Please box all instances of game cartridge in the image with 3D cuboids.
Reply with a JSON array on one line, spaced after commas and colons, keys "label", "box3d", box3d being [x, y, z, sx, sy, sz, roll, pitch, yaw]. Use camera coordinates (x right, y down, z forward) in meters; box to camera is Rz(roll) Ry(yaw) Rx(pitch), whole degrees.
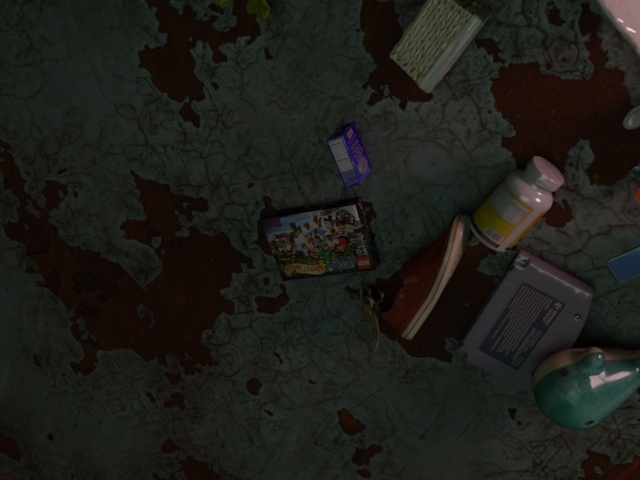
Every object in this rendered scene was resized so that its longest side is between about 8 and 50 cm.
[{"label": "game cartridge", "box3d": [0.434, 0.176, 1.660, 0.196, 0.060, 0.294, 31, 124, 9]}]

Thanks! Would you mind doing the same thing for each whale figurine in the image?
[{"label": "whale figurine", "box3d": [0.570, 0.294, 1.593, 0.272, 0.141, 0.216, -16, 139, 12]}]

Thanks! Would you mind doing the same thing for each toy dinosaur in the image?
[{"label": "toy dinosaur", "box3d": [0.111, 0.149, 1.738, 0.053, 0.183, 0.093, -7, 132, -22]}]

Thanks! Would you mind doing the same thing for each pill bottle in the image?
[{"label": "pill bottle", "box3d": [0.378, -0.071, 1.521, 0.103, 0.103, 0.184, 38, 123, 0]}]

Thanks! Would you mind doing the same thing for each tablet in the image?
[{"label": "tablet", "box3d": [0.611, 0.045, 1.546, 0.083, 0.006, 0.054, -30, 102, 32]}]

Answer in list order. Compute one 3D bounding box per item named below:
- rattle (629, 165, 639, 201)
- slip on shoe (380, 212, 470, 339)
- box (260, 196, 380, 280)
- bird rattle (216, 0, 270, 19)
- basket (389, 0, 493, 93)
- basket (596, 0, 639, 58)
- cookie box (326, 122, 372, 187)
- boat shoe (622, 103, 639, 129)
[{"label": "rattle", "box3d": [0.663, -0.154, 1.407, 0.130, 0.142, 0.200, 50, 147, 31]}, {"label": "slip on shoe", "box3d": [0.218, 0.072, 1.659, 0.101, 0.123, 0.331, 32, 128, 9]}, {"label": "box", "box3d": [0.000, 0.000, 1.747, 0.233, 0.044, 0.159, -9, 112, 26]}, {"label": "bird rattle", "box3d": [-0.098, -0.535, 1.466, 0.253, 0.143, 0.207, -27, 87, 28]}, {"label": "basket", "box3d": [0.214, -0.370, 1.427, 0.103, 0.113, 0.167, 38, 123, 2]}, {"label": "basket", "box3d": [0.573, -0.410, 1.111, 0.331, 0.266, 0.328, -33, 129, 32]}, {"label": "cookie box", "box3d": [0.059, -0.173, 1.605, 0.040, 0.092, 0.107, -15, 109, 24]}, {"label": "boat shoe", "box3d": [0.581, -0.227, 1.398, 0.100, 0.035, 0.035, -32, 101, 32]}]
